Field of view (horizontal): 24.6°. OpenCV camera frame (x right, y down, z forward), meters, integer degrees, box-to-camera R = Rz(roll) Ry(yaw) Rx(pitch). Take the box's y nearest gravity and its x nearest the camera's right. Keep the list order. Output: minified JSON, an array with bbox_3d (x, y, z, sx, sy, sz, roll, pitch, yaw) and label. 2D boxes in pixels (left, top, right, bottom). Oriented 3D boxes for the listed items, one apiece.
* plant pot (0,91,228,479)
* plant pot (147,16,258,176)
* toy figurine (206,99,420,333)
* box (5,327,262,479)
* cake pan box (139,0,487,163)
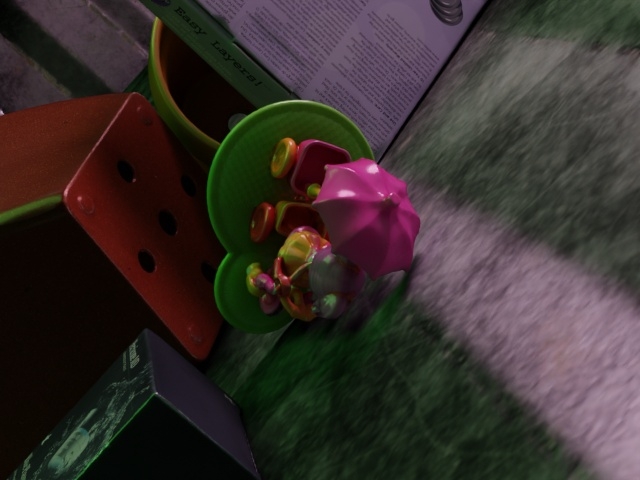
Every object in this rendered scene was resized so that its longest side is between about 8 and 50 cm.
[{"bbox_3d":[-0.212,0.028,1.249,0.236,0.267,0.267,-26,24,29],"label":"plant pot"},{"bbox_3d":[-0.061,-0.138,1.354,0.205,0.205,0.188,-54,-1,-19],"label":"plant pot"},{"bbox_3d":[0.000,0.000,0.979,0.159,0.130,0.173,31,101,66],"label":"toy figurine"},{"bbox_3d":[-0.128,0.158,0.941,0.158,0.093,0.156,-47,14,2],"label":"box"},{"bbox_3d":[-0.002,-0.224,1.215,0.070,0.267,0.246,-19,35,58],"label":"cake pan box"}]
